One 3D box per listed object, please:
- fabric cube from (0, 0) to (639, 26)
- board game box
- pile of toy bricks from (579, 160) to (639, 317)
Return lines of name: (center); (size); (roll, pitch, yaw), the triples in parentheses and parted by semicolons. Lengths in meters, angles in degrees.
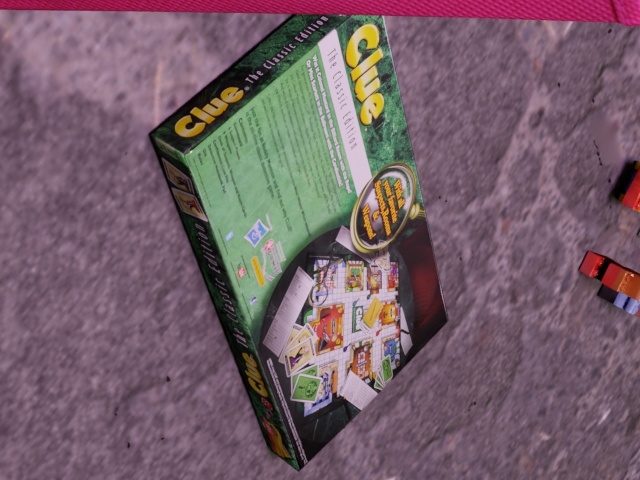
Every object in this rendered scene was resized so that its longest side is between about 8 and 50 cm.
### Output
fabric cube: (-0.050, -0.219, 0.340); (0.254, 0.258, 0.259); (61, 39, -52)
board game box: (0.000, 0.000, 0.839); (0.136, 0.030, 0.260); (-40, 141, -22)
pile of toy bricks: (0.284, 0.016, 1.136); (0.212, 0.105, 0.118); (13, 105, -54)
